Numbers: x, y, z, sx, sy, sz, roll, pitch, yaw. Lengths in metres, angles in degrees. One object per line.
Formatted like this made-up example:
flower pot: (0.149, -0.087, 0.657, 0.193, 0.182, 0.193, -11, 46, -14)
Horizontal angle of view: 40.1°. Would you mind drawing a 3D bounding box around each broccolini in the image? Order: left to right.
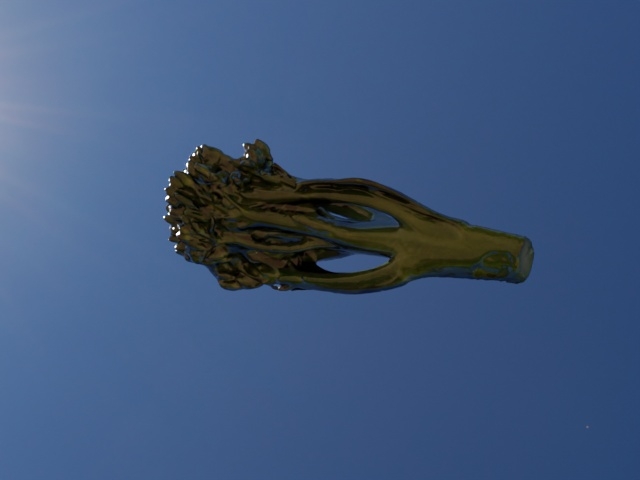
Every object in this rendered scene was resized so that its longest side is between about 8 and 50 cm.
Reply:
broccolini: (0.011, -0.004, 0.461, 0.203, 0.068, 0.091, 9, -71, 19)
